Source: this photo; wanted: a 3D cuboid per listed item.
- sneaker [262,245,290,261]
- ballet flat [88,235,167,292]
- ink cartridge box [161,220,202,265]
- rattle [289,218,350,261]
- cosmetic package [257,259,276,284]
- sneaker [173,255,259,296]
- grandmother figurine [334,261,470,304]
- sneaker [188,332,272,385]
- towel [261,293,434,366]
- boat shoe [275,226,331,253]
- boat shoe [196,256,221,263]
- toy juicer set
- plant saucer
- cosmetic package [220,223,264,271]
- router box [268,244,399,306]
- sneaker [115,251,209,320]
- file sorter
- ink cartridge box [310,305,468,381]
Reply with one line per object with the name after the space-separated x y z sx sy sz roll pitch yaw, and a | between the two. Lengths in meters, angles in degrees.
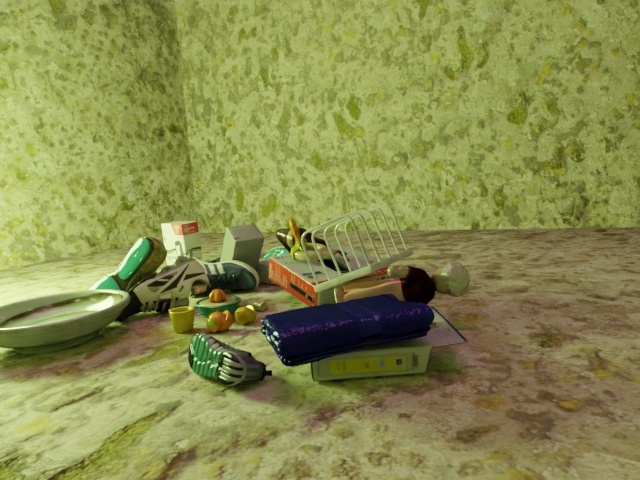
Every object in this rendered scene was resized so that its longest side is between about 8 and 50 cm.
-0.146 0.089 2.192 0.275 0.107 0.110 0 17 29 | sneaker
-0.626 0.135 1.590 0.348 0.123 0.123 -47 7 2 | ballet flat
-0.669 0.029 2.394 0.172 0.237 0.100 2 12 40 | ink cartridge box
0.000 0.000 1.658 0.199 0.143 0.130 1 2 12 | rattle
-0.150 0.126 1.942 0.231 0.086 0.117 6 11 43 | cosmetic package
-0.402 0.151 1.808 0.350 0.131 0.148 4 30 16 | sneaker
0.213 0.127 1.269 0.342 0.104 0.208 -14 -34 8 | grandmother figurine
-0.196 0.254 1.033 0.098 0.083 0.223 17 -4 -39 | sneaker
0.045 0.175 0.991 0.308 0.076 0.227 -7 2 -14 | towel
-0.063 0.036 1.978 0.123 0.123 0.342 10 -15 33 | boat shoe
-0.545 0.116 2.210 0.258 0.089 0.109 -8 8 -28 | boat shoe
-0.271 0.189 1.463 0.209 0.089 0.329 -1 7 22 | toy juicer set
-0.726 0.226 1.350 0.400 0.101 0.400 -5 8 1 | plant saucer
-0.308 0.060 1.904 0.127 0.238 0.107 -6 38 -34 | cosmetic package
0.041 0.115 1.660 0.335 0.082 0.301 -9 22 -35 | router box
-0.500 0.176 1.585 0.330 0.146 0.122 -37 -7 -34 | sneaker
0.101 0.014 1.415 0.193 0.173 0.277 -24 -4 33 | file sorter
0.133 0.219 1.099 0.307 0.072 0.303 -2 6 0 | ink cartridge box
